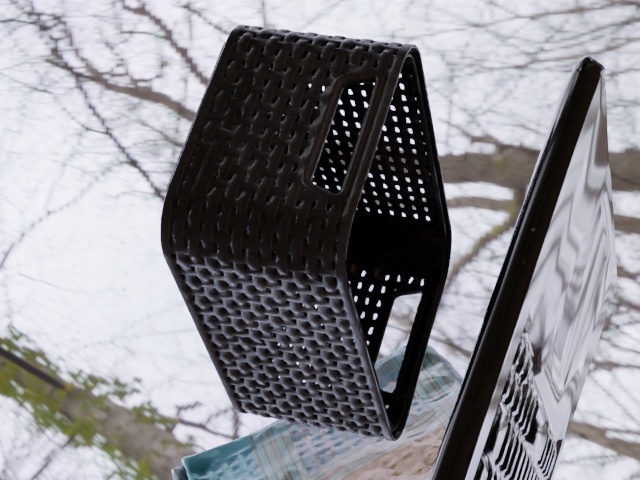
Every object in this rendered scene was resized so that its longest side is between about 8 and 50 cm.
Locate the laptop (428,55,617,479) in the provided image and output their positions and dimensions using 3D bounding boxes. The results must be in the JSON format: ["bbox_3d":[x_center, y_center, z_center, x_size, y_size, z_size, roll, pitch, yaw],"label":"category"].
[{"bbox_3d":[0.173,0.192,0.742,0.236,0.382,0.407,17,-101,15],"label":"laptop"}]

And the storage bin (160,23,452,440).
[{"bbox_3d":[0.000,0.000,0.732,0.180,0.084,0.122,72,-149,-55],"label":"storage bin"}]

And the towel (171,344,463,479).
[{"bbox_3d":[0.022,0.199,1.295,0.271,0.370,0.040,-26,-74,-5],"label":"towel"}]
